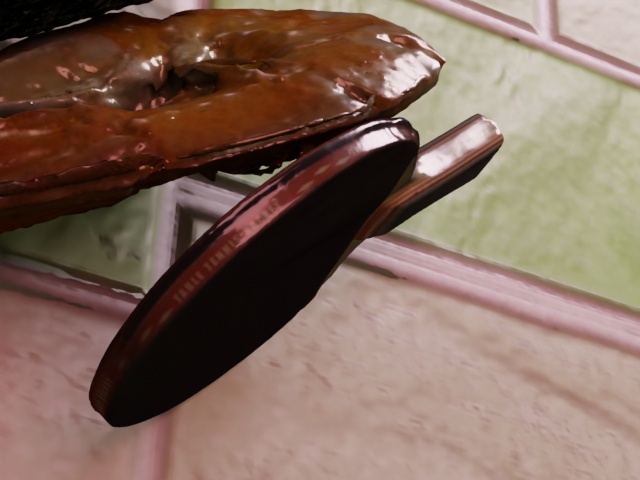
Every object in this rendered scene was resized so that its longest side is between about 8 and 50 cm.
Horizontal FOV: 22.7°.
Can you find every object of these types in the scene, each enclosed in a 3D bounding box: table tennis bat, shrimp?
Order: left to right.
[{"bbox_3d":[-0.082,-0.035,0.548,0.294,0.154,0.062,-25,114,-32],"label":"shrimp"},{"bbox_3d":[0.000,0.000,0.571,0.019,0.130,0.220,45,42,12],"label":"table tennis bat"}]

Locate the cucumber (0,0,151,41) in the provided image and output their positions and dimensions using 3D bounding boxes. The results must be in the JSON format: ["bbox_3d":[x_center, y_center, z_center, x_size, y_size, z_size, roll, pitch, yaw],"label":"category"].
[{"bbox_3d":[-0.112,-0.105,0.551,0.241,0.074,0.074,-24,76,-37],"label":"cucumber"}]
